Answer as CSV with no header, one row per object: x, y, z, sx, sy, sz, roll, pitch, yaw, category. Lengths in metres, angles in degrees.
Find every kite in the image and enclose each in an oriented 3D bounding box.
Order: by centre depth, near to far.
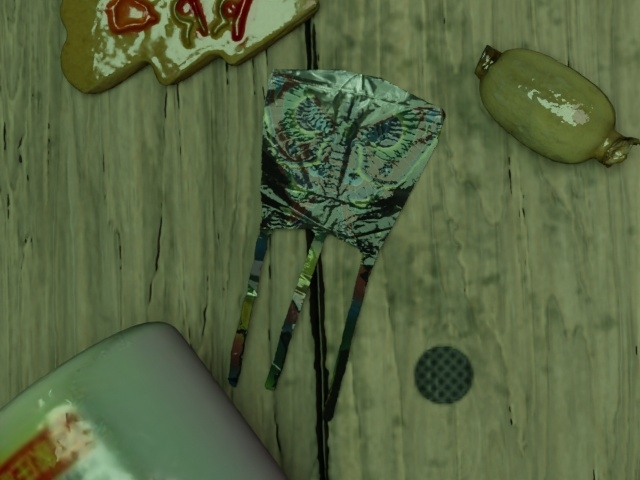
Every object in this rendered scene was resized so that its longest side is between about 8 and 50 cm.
0.000,0.000,1.543,0.152,0.015,0.285,13,88,10,kite

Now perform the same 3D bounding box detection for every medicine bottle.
-0.093,0.272,1.437,0.219,0.219,0.388,-38,82,5,medicine bottle

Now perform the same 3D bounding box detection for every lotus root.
0.185,-0.104,1.497,0.150,0.062,0.073,35,92,12,lotus root

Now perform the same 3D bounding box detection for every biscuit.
-0.118,-0.217,1.569,0.239,0.041,0.212,10,85,11,biscuit
